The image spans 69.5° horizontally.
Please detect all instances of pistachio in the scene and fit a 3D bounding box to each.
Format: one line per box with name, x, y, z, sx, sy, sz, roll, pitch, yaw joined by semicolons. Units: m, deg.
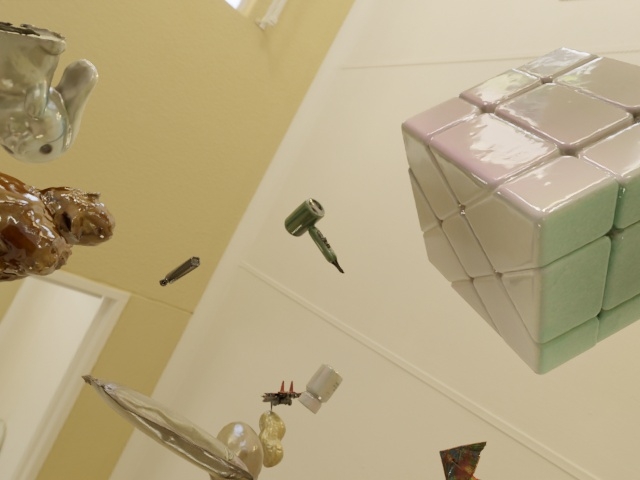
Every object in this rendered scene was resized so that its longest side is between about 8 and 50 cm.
pistachio;-0.187;0.473;1.009;0.124;0.124;0.185;-56;-161;4

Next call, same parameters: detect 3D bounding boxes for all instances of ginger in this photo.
ginger;-0.478;-0.025;0.714;0.358;0.274;0.152;19;-82;56

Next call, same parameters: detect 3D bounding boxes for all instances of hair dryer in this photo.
hair dryer;0.000;0.000;0.848;0.071;0.047;0.150;-41;-99;34

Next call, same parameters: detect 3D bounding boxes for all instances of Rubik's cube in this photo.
Rubik's cube;0.352;-0.058;0.701;0.316;0.321;0.318;-28;-141;-5

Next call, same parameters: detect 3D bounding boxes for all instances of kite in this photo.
kite;0.336;0.538;1.075;0.190;0.159;0.010;-51;-177;-29

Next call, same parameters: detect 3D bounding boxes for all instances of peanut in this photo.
peanut;-0.141;0.565;1.317;0.082;0.082;0.187;-45;-163;18

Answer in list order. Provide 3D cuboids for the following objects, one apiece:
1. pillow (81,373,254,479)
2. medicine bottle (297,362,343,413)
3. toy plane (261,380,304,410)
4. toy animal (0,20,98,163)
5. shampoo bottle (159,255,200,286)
pillow;-0.182;0.224;0.551;0.131;0.232;0.038;-5;-135;51
medicine bottle;0.000;0.287;0.896;0.052;0.052;0.089;18;-118;50
toy plane;-0.133;0.482;1.407;0.189;0.130;0.061;-45;-135;42
toy animal;-0.606;-0.306;0.925;0.289;0.249;0.174;-58;-160;19
shampoo bottle;-0.331;0.075;1.078;0.137;0.027;0.048;-30;-163;32
